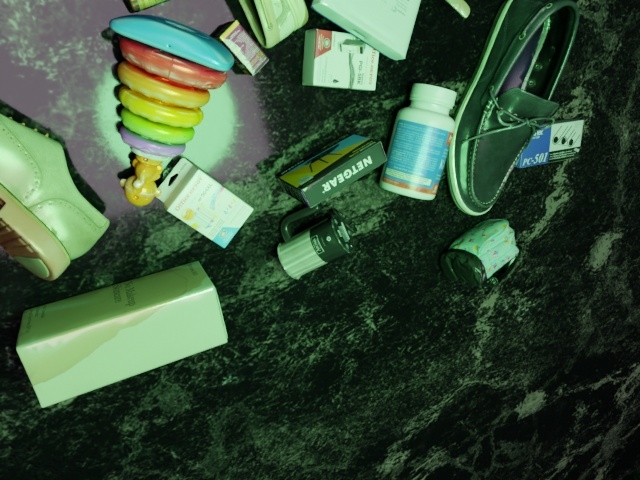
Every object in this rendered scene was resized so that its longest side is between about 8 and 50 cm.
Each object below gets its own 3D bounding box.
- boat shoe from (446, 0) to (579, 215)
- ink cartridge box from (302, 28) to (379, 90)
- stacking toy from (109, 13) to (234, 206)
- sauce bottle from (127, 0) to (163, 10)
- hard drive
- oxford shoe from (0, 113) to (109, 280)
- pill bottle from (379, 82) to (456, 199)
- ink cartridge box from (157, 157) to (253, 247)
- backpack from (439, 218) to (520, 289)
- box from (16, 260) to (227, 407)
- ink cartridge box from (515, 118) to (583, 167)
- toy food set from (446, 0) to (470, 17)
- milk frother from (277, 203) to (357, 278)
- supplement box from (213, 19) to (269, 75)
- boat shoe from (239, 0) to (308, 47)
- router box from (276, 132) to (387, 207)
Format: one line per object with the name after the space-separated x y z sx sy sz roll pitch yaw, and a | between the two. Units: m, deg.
0.418 -0.290 1.075 0.187 0.156 0.499 8 105 -31 | boat shoe
0.040 -0.339 0.923 0.135 0.056 0.099 -4 109 -25 | ink cartridge box
-0.261 -0.192 0.786 0.175 0.165 0.301 16 112 -15 | stacking toy
-0.245 -0.402 0.767 0.128 0.042 0.042 -29 118 -13 | sauce bottle
0.112 -0.517 0.858 0.210 0.040 0.318 15 91 -38 | hard drive
-0.482 -0.133 0.720 0.146 0.141 0.396 -50 122 -39 | oxford shoe
0.208 -0.205 1.015 0.124 0.124 0.221 6 106 -28 | pill bottle
-0.213 -0.070 0.874 0.143 0.090 0.092 37 90 -32 | ink cartridge box
0.399 0.027 1.190 0.182 0.152 0.115 -31 115 -20 | backpack
-0.339 0.153 0.861 0.311 0.148 0.121 -18 114 -22 | box
0.567 -0.246 1.226 0.207 0.046 0.097 -12 112 -22 | ink cartridge box
0.282 -0.558 0.964 0.128 0.071 0.217 30 91 -13 | toy food set
0.000 0.000 1.009 0.135 0.129 0.143 -26 157 22 | milk frother
-0.137 -0.331 0.840 0.043 0.055 0.083 -47 121 -3 | supplement box
-0.132 -0.457 0.769 0.098 0.109 0.302 -41 126 -9 | boat shoe
0.019 -0.140 0.940 0.179 0.133 0.046 -33 120 -13 | router box
